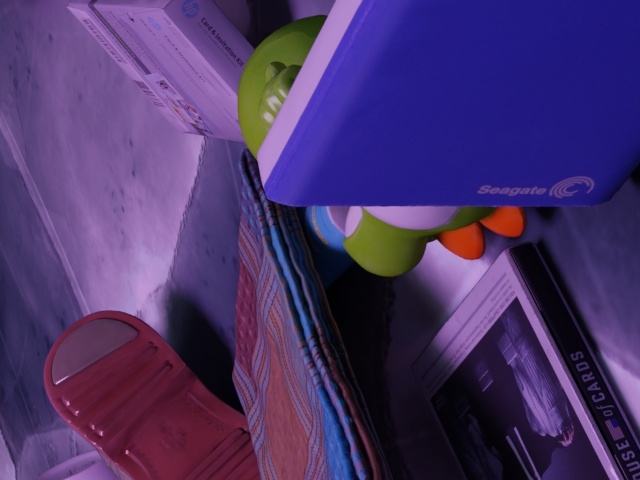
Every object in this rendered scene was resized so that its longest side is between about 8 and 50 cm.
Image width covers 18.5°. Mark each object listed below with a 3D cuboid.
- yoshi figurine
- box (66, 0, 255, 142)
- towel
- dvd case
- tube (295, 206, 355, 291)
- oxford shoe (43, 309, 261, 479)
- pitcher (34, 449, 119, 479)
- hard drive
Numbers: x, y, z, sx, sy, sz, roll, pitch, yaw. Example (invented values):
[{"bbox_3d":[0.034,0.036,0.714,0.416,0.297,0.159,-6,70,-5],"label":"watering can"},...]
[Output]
[{"bbox_3d":[0.039,-0.125,1.150,0.362,0.203,0.203,107,147,-50],"label":"yoshi figurine"},{"bbox_3d":[-0.103,-0.137,1.493,0.145,0.038,0.186,49,165,-25],"label":"box"},{"bbox_3d":[-0.014,0.146,1.400,0.370,0.040,0.271,-110,18,-45],"label":"towel"},{"bbox_3d":[0.145,0.144,1.248,0.239,0.029,0.179,65,152,20],"label":"dvd case"},{"bbox_3d":[0.000,0.000,1.441,0.207,0.052,0.080,138,125,-68],"label":"tube"},{"bbox_3d":[-0.077,0.218,1.648,0.397,0.140,0.146,50,175,33],"label":"oxford shoe"},{"bbox_3d":[-0.206,0.309,1.927,0.207,0.125,0.178,67,170,-9],"label":"pitcher"},{"bbox_3d":[0.115,-0.117,0.960,0.319,0.210,0.040,121,143,-53],"label":"hard drive"}]
